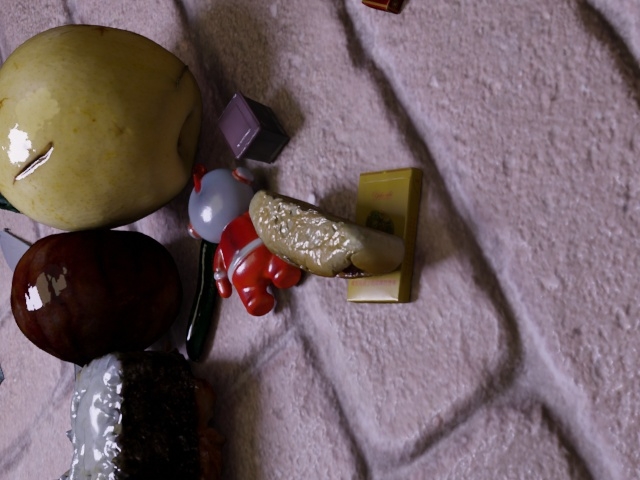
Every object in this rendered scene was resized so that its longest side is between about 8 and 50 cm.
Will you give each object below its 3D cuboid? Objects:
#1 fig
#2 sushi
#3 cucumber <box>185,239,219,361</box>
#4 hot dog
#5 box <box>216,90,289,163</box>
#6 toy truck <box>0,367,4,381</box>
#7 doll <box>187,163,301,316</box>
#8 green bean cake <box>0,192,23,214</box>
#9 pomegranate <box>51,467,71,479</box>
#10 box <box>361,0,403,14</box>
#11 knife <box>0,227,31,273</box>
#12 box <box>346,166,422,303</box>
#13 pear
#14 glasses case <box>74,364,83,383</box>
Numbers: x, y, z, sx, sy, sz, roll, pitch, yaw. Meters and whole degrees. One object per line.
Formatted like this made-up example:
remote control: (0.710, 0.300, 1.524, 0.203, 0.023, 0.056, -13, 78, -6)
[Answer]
fig: (-0.308, 0.081, 1.455, 0.235, 0.235, 0.215, -24, 48, 42)
sushi: (-0.229, 0.287, 1.349, 0.196, 0.181, 0.344, -22, 62, 44)
cucumber: (-0.159, 0.075, 1.438, 0.036, 0.033, 0.184, 5, 82, 26)
hot dog: (0.000, 0.000, 1.214, 0.242, 0.084, 0.073, 23, 102, 51)
box: (-0.089, -0.146, 1.400, 0.060, 0.063, 0.085, -52, 45, 22)
toy truck: (-0.662, 0.252, 1.836, 0.115, 0.177, 0.080, -52, 47, 23)
doll: (-0.112, -0.015, 1.380, 0.142, 0.076, 0.245, -47, 53, 18)
green bean cake: (-0.491, -0.145, 1.751, 0.107, 0.193, 0.208, 6, 82, 54)
pomegranate: (-0.333, 0.415, 1.457, 0.159, 0.241, 0.190, -24, 84, 6)
box: (0.086, -0.322, 1.286, 0.051, 0.023, 0.082, 29, 101, 49)
knife: (-0.504, 0.039, 1.840, 0.336, 0.043, 0.081, 15, 97, 55)
box: (0.073, -0.005, 1.212, 0.087, 0.023, 0.155, -4, 77, 50)
pear: (-0.314, -0.156, 1.485, 0.309, 0.309, 0.309, -16, 68, 45)
glasses case: (-0.325, 0.231, 1.550, 0.047, 0.070, 0.205, -31, 58, 43)
